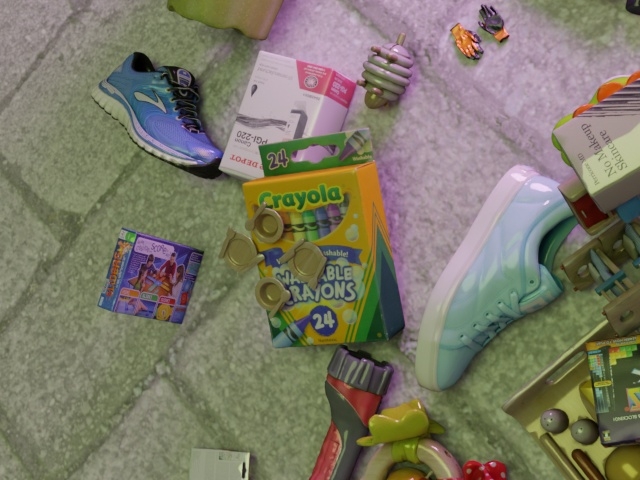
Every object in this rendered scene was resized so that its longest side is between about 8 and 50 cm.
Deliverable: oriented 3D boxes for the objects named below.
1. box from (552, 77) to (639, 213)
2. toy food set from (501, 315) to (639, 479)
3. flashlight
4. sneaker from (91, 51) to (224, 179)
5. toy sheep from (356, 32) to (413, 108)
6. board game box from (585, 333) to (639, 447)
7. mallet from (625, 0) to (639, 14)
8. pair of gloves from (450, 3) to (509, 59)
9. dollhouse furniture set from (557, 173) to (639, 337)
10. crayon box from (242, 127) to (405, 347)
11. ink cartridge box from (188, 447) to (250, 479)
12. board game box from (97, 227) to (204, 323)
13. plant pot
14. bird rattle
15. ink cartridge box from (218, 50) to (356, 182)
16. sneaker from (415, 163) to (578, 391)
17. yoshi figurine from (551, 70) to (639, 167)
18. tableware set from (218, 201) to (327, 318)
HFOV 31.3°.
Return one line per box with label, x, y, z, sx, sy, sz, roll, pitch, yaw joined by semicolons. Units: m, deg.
box;0.445;-0.156;1.447;0.275;0.094;0.113;-33;67;13
toy food set;0.423;0.280;1.571;0.220;0.092;0.306;-44;64;14
flashlight;0.015;0.318;1.774;0.103;0.103;0.304;27;94;54
sneaker;-0.270;-0.230;2.006;0.330;0.130;0.147;42;100;31
toy sheep;0.108;-0.273;1.844;0.091;0.091;0.132;35;106;28
board game box;0.450;0.195;1.526;0.170;0.048;0.141;-11;67;16
mallet;0.417;-0.374;1.736;0.190;0.039;0.062;6;80;32
pair of gloves;0.254;-0.333;1.824;0.083;0.010;0.074;-36;66;16
dollhouse furniture set;0.394;0.011;1.552;0.129;0.183;0.129;-37;37;4
crayon box;0.000;0.000;1.787;0.203;0.083;0.323;-7;99;26
ink cartridge box;-0.162;0.378;1.893;0.115;0.029;0.063;-2;79;26
board game box;-0.281;0.062;1.916;0.035;0.201;0.136;16;88;29
plant pot;-0.142;-0.486;1.937;0.276;0.276;0.254;26;104;29
bird rattle;0.161;0.362;1.703;0.253;0.143;0.207;43;113;14
ink cartridge box;-0.056;-0.190;1.912;0.159;0.092;0.218;19;91;29
sneaker;0.266;0.073;1.669;0.150;0.135;0.366;28;95;32
yoshi figurine;0.505;-0.184;1.603;0.362;0.203;0.203;-25;103;9
tableware set;-0.077;0.028;1.772;0.168;0.020;0.141;46;117;9
